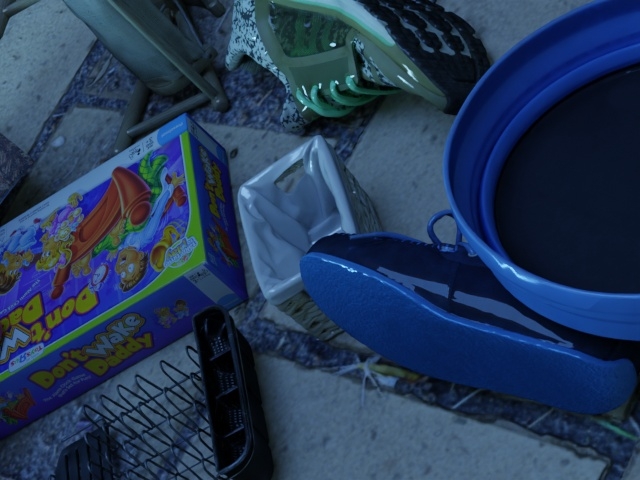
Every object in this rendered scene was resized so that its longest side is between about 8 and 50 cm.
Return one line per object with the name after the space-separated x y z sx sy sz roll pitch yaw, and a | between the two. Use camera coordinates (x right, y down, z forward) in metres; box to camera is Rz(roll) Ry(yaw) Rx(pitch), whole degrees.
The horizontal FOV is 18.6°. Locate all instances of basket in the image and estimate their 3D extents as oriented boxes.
0.000 0.000 1.938 0.113 0.103 0.167 -33 42 15 | basket

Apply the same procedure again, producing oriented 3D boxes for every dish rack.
-0.170 0.211 1.933 0.271 0.074 0.208 -31 41 17 | dish rack

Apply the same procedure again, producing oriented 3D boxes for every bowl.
0.303 -0.072 1.678 0.391 0.077 0.391 -12 43 11 | bowl

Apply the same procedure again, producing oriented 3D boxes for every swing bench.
-0.241 -0.281 2.262 0.165 0.253 0.255 -24 45 24 | swing bench

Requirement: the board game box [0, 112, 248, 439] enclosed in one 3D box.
-0.252 0.041 2.140 0.347 0.078 0.233 -30 43 18 | board game box

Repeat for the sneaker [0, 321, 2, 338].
-0.406 0.137 2.068 0.074 0.063 0.170 -20 26 41 | sneaker

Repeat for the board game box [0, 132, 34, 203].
-0.492 -0.060 2.315 0.232 0.141 0.291 -53 20 -8 | board game box

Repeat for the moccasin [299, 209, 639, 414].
0.144 0.061 1.757 0.342 0.138 0.117 21 55 28 | moccasin

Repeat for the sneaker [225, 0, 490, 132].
0.028 -0.188 2.085 0.410 0.158 0.182 37 115 48 | sneaker
